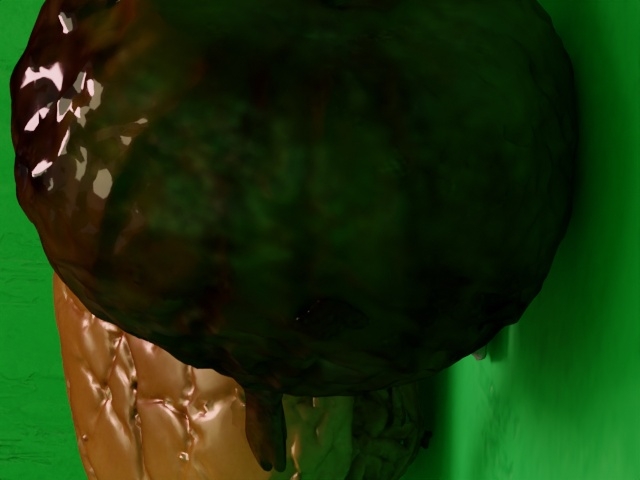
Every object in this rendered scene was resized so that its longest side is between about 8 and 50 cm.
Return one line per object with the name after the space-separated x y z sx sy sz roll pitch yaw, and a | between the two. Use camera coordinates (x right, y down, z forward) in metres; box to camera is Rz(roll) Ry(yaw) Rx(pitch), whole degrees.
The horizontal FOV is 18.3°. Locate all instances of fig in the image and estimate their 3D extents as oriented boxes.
-0.011 0.008 1.032 0.286 0.286 0.368 -97 6 -50 | fig

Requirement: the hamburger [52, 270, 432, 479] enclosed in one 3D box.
-0.063 0.054 1.324 0.319 0.158 0.318 13 106 50 | hamburger

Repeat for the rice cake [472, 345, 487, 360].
0.077 -0.053 1.153 0.127 0.043 0.237 -154 67 -80 | rice cake
